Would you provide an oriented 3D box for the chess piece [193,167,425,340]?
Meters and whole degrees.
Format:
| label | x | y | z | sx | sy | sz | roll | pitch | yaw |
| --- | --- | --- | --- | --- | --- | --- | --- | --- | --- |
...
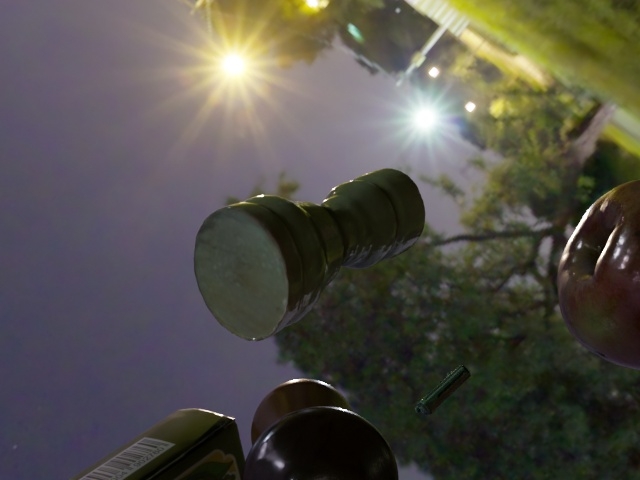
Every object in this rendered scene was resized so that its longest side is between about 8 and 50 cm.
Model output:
| label | x | y | z | sx | sy | sz | roll | pitch | yaw |
| --- | --- | --- | --- | --- | --- | --- | --- | --- | --- |
| chess piece | 0.000 | 0.000 | 1.564 | 0.234 | 0.234 | 0.442 | 45 | -141 | 18 |

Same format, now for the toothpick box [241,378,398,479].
| label | x | y | z | sx | sy | sz | roll | pitch | yaw |
| --- | --- | --- | --- | --- | --- | --- | --- | --- | --- |
| toothpick box | -0.012 | 0.286 | 1.133 | 0.192 | 0.192 | 0.294 | 38 | 180 | -9 |

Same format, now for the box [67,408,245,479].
| label | x | y | z | sx | sy | sz | roll | pitch | yaw |
| --- | --- | --- | --- | --- | --- | --- | --- | --- | --- |
| box | -0.251 | 0.514 | 1.279 | 0.138 | 0.420 | 0.373 | 3 | -159 | 40 |

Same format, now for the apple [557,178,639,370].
| label | x | y | z | sx | sy | sz | roll | pitch | yaw |
| --- | --- | --- | --- | --- | --- | --- | --- | --- | --- |
| apple | 0.586 | 0.064 | 1.535 | 0.277 | 0.348 | 0.348 | 24 | -162 | -8 |

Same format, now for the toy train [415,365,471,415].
| label | x | y | z | sx | sy | sz | roll | pitch | yaw |
| --- | --- | --- | --- | --- | --- | --- | --- | --- | --- |
| toy train | 0.272 | 0.334 | 1.937 | 0.038 | 0.148 | 0.071 | 50 | 158 | 5 |
